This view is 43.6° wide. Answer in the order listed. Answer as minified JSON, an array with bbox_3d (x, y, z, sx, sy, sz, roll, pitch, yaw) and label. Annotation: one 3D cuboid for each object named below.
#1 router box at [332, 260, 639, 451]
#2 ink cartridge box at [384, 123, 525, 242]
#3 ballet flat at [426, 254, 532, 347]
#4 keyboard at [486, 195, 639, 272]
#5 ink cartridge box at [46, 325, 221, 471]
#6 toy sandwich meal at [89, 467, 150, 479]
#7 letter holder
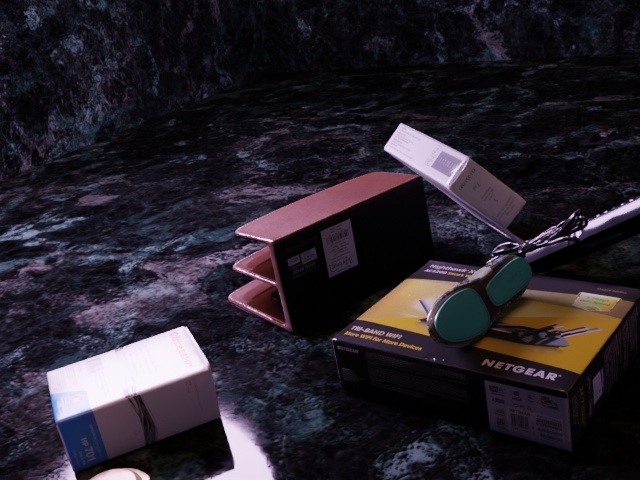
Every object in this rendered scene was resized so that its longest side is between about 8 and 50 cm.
[{"bbox_3d":[0.210,0.125,0.992,0.309,0.081,0.243,7,28,38],"label":"router box"},{"bbox_3d":[0.250,-0.081,1.306,0.060,0.239,0.275,-56,24,7],"label":"ink cartridge box"},{"bbox_3d":[0.178,0.077,0.949,0.188,0.070,0.070,-25,26,-36],"label":"ballet flat"},{"bbox_3d":[0.350,-0.011,1.065,0.202,0.033,0.317,-4,-18,-34],"label":"keyboard"},{"bbox_3d":[-0.241,0.197,1.025,0.191,0.082,0.140,-16,23,-18],"label":"ink cartridge box"},{"bbox_3d":[-0.229,0.283,0.880,0.086,0.029,0.085,-10,26,5],"label":"toy sandwich meal"},{"bbox_3d":[0.000,0.000,1.314,0.302,0.152,0.214,-25,24,-31],"label":"letter holder"}]
